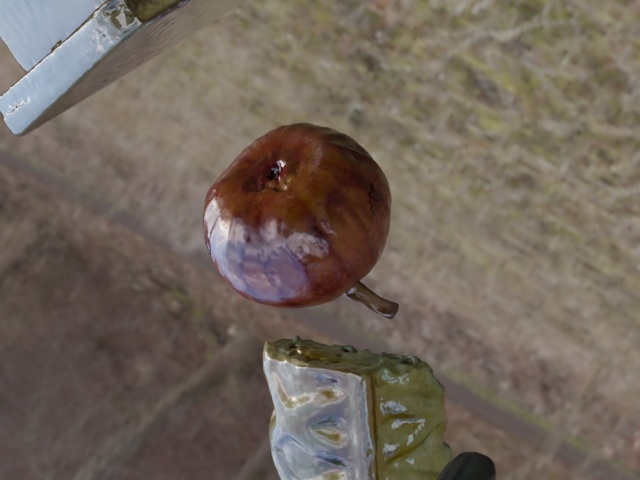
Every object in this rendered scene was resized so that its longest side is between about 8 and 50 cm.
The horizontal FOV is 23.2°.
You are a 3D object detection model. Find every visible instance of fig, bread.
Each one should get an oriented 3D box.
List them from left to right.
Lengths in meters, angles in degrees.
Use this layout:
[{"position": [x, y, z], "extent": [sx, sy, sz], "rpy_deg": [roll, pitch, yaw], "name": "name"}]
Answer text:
[{"position": [-0.002, -0.015, 1.039], "extent": [0.150, 0.128, 0.128], "rpy_deg": [5, -165, -42], "name": "fig"}, {"position": [0.030, 0.173, 1.093], "extent": [0.128, 0.088, 0.232], "rpy_deg": [-1, 122, 15], "name": "bread"}]

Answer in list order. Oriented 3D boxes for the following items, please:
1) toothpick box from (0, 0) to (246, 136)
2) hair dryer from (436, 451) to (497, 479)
[{"position": [-0.135, -0.240, 0.750], "extent": [0.308, 0.187, 0.190], "rpy_deg": [57, 153, -7], "name": "toothpick box"}, {"position": [0.093, 0.204, 0.716], "extent": [0.116, 0.244, 0.302], "rpy_deg": [43, 148, -11], "name": "hair dryer"}]
